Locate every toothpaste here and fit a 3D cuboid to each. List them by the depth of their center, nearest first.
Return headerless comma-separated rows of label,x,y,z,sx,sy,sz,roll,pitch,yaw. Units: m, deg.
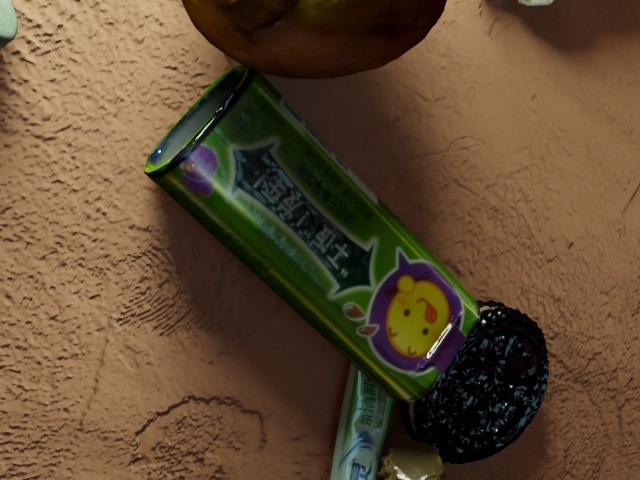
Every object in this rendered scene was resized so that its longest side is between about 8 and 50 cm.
toothpaste,0.041,0.221,0.989,0.075,0.048,0.296,8,97,-27

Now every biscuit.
biscuit,0.172,0.158,1.018,0.195,0.053,0.194,-12,113,-29

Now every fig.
fig,-0.006,-0.237,0.743,0.263,0.224,0.224,-18,112,-40

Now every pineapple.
pineapple,0.096,0.288,0.998,0.074,0.074,0.159,-16,131,-21

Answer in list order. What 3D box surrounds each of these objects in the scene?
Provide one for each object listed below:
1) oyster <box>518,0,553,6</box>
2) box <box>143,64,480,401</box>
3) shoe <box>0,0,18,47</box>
oyster,0.213,-0.408,0.862,0.238,0.115,0.351,-29,110,-7
box,0.000,0.000,0.868,0.345,0.097,0.134,44,75,-25
shoe,-0.329,-0.193,0.691,0.195,0.079,0.078,28,126,-37
